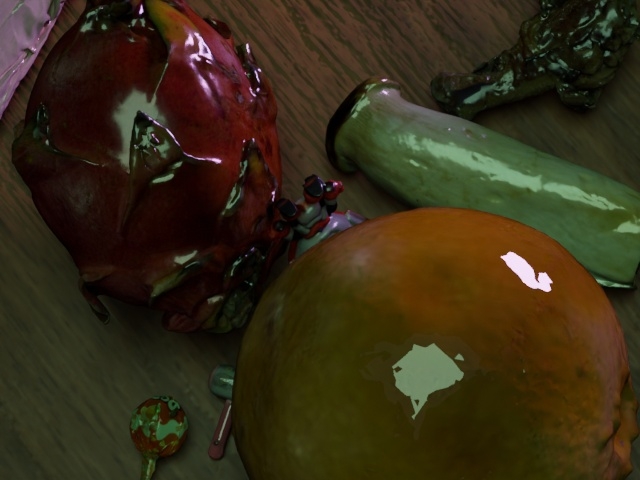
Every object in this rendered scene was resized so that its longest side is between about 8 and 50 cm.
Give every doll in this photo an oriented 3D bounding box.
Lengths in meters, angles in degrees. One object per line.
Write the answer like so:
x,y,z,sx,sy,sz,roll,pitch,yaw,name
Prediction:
0.000,0.000,1.715,0.109,0.169,0.057,-42,54,-10,doll

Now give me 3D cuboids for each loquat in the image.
0.094,0.130,1.592,0.328,0.328,0.328,-1,72,3,loquat

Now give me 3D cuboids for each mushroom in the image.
0.151,-0.050,1.759,0.312,0.081,0.100,25,116,11,mushroom

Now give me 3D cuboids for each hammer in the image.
-0.082,0.153,1.743,0.053,0.031,0.083,18,84,12,hammer

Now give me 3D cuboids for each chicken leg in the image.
0.205,-0.164,1.808,0.196,0.080,0.125,-45,65,-3,chicken leg

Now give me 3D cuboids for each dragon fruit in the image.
-0.147,-0.077,1.711,0.250,0.250,0.315,-20,113,-3,dragon fruit

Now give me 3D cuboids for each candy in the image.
-0.157,0.224,1.722,0.056,0.049,0.184,5,77,37,candy

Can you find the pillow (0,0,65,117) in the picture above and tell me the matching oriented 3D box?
-0.340,-0.205,1.834,0.173,0.067,0.270,33,73,-18,pillow
